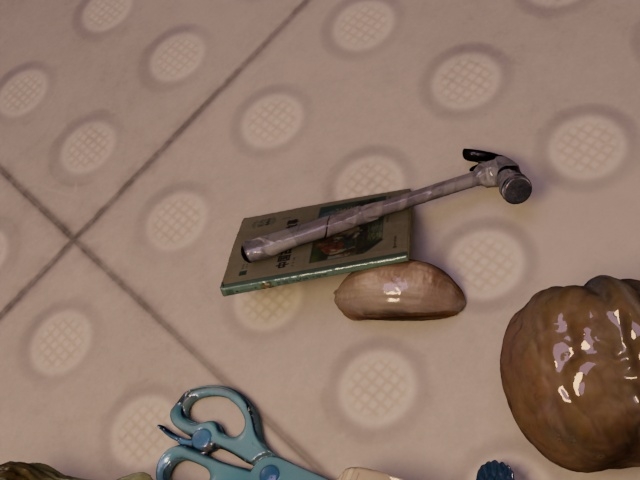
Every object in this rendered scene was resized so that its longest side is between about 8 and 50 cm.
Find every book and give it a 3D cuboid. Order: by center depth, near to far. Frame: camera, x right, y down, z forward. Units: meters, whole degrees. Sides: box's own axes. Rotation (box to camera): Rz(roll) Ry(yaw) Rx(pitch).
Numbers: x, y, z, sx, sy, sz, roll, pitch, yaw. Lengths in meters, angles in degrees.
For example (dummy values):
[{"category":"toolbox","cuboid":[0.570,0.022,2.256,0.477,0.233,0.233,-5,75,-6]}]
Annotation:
[{"category":"book","cuboid":[0.000,0.000,1.412,0.283,0.025,0.215,-11,28,12]}]

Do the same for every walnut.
[{"category":"walnut","cuboid":[0.342,0.164,1.130,0.248,0.248,0.248,-9,60,16]}]

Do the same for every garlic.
[{"category":"garlic","cuboid":[0.103,0.076,1.343,0.195,0.101,0.087,-5,62,18]}]

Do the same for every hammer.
[{"category":"hammer","cuboid":[0.088,-0.043,1.371,0.427,0.044,0.152,-18,27,-4]}]

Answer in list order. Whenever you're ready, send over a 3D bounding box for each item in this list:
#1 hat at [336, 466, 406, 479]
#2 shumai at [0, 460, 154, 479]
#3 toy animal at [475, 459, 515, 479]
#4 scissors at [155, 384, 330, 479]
[{"category":"hat","cuboid":[0.062,0.406,1.133,0.219,0.164,0.226,12,112,26]},{"category":"shumai","cuboid":[-0.293,0.401,1.213,0.263,0.304,0.309,-18,59,-2]},{"category":"toy animal","cuboid":[0.249,0.363,1.099,0.255,0.239,0.176,-7,85,64]},{"category":"scissors","cuboid":[-0.070,0.323,1.312,0.393,0.032,0.180,14,68,28]}]
